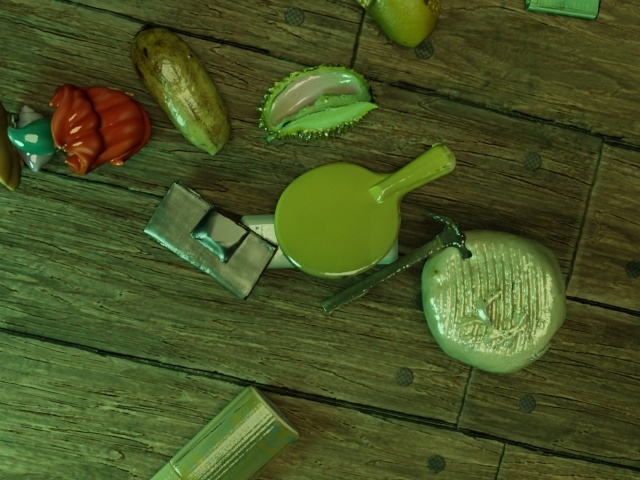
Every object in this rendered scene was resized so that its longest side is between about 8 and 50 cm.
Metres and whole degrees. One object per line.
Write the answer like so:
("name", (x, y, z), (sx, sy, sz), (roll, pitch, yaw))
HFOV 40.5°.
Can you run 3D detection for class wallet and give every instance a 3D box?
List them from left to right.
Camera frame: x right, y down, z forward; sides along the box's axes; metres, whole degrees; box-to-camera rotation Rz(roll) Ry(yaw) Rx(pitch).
("wallet", (-0.201, -0.001, 1.590), (0.230, 0.042, 0.124), (34, 101, 5))

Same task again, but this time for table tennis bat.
("table tennis bat", (0.087, -0.072, 1.596), (0.369, 0.054, 0.224), (-32, 70, -9))

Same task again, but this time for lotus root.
("lotus root", (-0.246, -0.274, 1.558), (0.110, 0.097, 0.258), (-37, 100, -3))

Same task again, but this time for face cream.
("face cream", (-0.187, 0.415, 1.633), (0.285, 0.067, 0.139), (-43, 96, 0))

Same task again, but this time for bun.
("bun", (0.315, 0.110, 1.601), (0.273, 0.168, 0.272), (0, 87, 5))

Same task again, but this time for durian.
("durian", (-0.010, -0.240, 1.580), (0.221, 0.095, 0.137), (-16, 60, -1))

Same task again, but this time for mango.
("mango", (0.130, -0.476, 1.553), (0.167, 0.130, 0.262), (-32, 101, 5))

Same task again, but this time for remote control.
("remote control", (0.000, 0.000, 1.621), (0.293, 0.051, 0.103), (-2, 96, -3))

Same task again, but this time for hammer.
("hammer", (0.129, 0.054, 1.583), (0.297, 0.027, 0.125), (-32, 56, 15))

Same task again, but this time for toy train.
("toy train", (0.456, -0.456, 1.623), (0.148, 0.038, 0.071), (6, 97, -5))

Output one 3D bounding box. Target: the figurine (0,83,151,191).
("figurine", (-0.435, -0.184, 1.497), (0.257, 0.208, 0.181), (-11, 63, 3))
